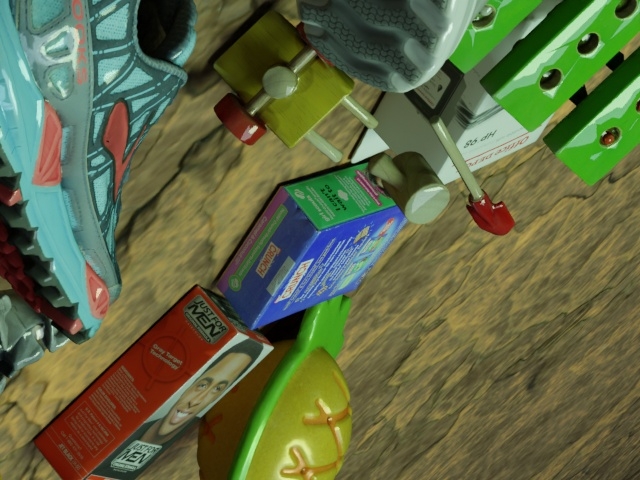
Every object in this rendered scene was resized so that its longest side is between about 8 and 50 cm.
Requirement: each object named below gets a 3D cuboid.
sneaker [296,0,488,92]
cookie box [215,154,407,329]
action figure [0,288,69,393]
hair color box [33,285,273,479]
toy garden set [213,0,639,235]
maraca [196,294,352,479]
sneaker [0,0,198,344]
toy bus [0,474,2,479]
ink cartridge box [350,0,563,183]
[{"bbox_3d":[0.065,-0.199,0.783,0.115,0.105,0.281,-47,166,-47],"label":"sneaker"},{"bbox_3d":[0.000,0.000,1.172,0.107,0.040,0.092,-19,152,-50],"label":"cookie box"},{"bbox_3d":[-0.223,0.108,0.888,0.285,0.099,0.185,-37,155,-25],"label":"action figure"},{"bbox_3d":[-0.102,0.095,1.178,0.141,0.043,0.072,-44,161,5],"label":"hair color box"},{"bbox_3d":[0.074,-0.096,0.979,0.204,0.049,0.244,-44,137,10],"label":"toy garden set"},{"bbox_3d":[-0.023,0.114,1.307,0.127,0.099,0.185,74,40,-72],"label":"maraca"},{"bbox_3d":[-0.094,-0.049,0.780,0.125,0.104,0.262,-38,162,-16],"label":"sneaker"},{"bbox_3d":[-0.219,0.158,0.752,0.333,0.130,0.108,-11,-173,-17],"label":"toy bus"},{"bbox_3d":[0.100,-0.098,1.119,0.104,0.060,0.180,-25,156,-39],"label":"ink cartridge box"}]
